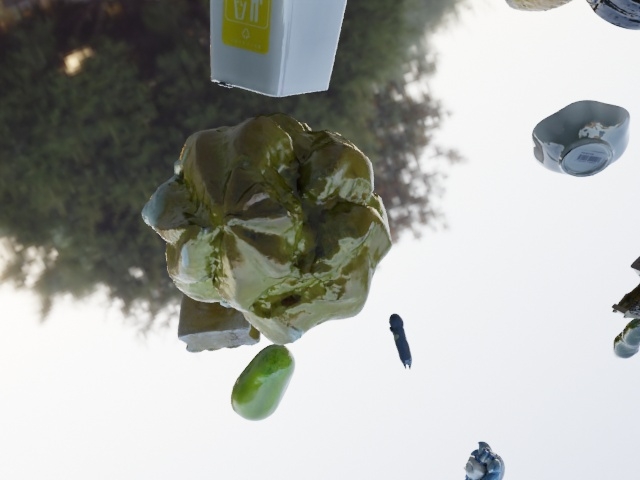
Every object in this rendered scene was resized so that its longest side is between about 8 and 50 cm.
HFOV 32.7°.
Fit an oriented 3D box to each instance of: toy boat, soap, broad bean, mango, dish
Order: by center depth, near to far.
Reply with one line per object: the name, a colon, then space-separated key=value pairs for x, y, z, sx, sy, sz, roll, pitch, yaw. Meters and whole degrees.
toy boat: x=0.529 y=0.045 z=1.687 sx=0.200 sy=0.077 sz=0.057 roll=-46 pitch=-158 yaw=-4
mango: x=-0.094 y=0.246 z=1.898 sx=0.163 sy=0.089 sz=0.117 roll=-53 pitch=172 yaw=27
dish: x=0.473 y=-0.166 z=1.956 sx=0.191 sy=0.190 sz=0.066 roll=-17 pitch=-129 yaw=17
broad bean: x=0.619 y=0.194 z=2.167 sx=0.061 sy=0.195 sz=0.046 roll=-7 pitch=-122 yaw=-19
soap: x=-0.195 y=0.093 z=2.201 sx=0.160 sy=0.080 sz=0.257 roll=-9 pitch=-126 yaw=15

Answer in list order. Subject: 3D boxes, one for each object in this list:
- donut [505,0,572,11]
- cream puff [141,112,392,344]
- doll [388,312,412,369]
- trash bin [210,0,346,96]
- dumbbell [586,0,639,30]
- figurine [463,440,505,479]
donut: x=0.382 y=-0.642 z=2.151 sx=0.163 sy=0.435 sz=0.377 roll=-52 pitch=176 yaw=-19
cream puff: x=-0.069 y=-0.031 z=1.618 sx=0.378 sy=0.378 sz=0.275 roll=-27 pitch=167 yaw=-13
doll: x=0.164 y=0.206 z=2.228 sx=0.027 sy=0.125 sz=0.037 roll=-28 pitch=150 yaw=30
trash bin: x=-0.063 y=-0.467 z=2.029 sx=0.256 sy=0.367 sz=0.296 roll=18 pitch=-158 yaw=31
dumbbell: x=0.532 y=-0.461 z=1.658 sx=0.185 sy=0.185 sz=0.388 roll=-31 pitch=173 yaw=-22
figurine: x=0.302 y=0.442 z=2.054 sx=0.114 sy=0.079 sz=0.114 roll=-44 pitch=-145 yaw=41
